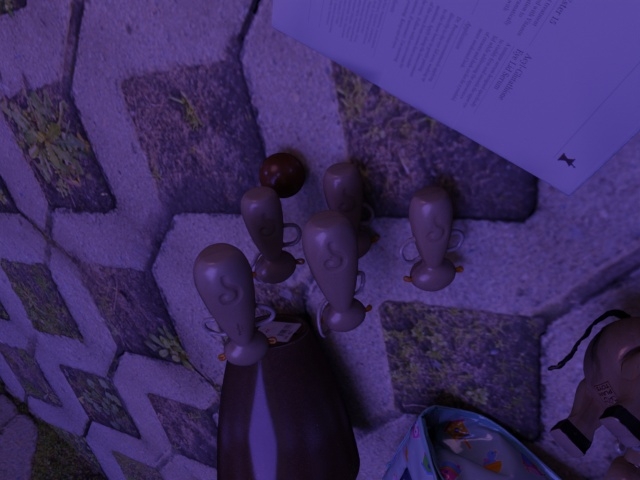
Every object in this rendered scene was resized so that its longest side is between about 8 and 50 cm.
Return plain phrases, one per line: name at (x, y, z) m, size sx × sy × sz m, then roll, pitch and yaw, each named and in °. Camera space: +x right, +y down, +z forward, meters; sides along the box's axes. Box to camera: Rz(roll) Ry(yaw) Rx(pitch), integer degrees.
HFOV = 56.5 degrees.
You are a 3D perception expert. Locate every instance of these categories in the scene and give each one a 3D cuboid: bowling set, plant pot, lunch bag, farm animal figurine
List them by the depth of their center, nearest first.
farm animal figurine at (0.343, 0.193, 0.530) m, size 0.326 × 0.172 × 0.330 m, roll 52°, pitch 151°, yaw -5°
bowling set at (0.000, 0.000, 0.672) m, size 0.287 × 0.199 × 0.154 m, roll -13°, pitch 128°, yaw -4°
lunch bag at (0.200, 0.360, 0.782) m, size 0.262 × 0.160 × 0.223 m, roll 38°, pitch 142°, yaw 24°
plant pot at (-0.057, 0.232, 0.863) m, size 0.216 × 0.215 × 0.230 m, roll 8°, pitch 112°, yaw 33°

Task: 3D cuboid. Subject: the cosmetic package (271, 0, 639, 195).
cosmetic package at (0.124, -0.214, 0.334) m, size 0.284 × 0.097 × 0.377 m, roll 34°, pitch 156°, yaw 7°
